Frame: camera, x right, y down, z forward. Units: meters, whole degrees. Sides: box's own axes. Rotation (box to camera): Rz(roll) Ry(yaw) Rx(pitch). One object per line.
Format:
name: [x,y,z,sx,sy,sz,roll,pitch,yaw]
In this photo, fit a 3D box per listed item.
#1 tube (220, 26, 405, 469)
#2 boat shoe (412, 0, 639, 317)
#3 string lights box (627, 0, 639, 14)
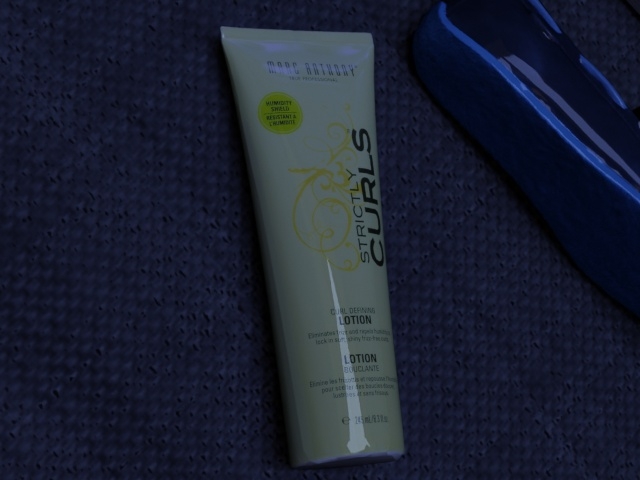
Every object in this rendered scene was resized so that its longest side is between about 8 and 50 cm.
tube: [0.000,0.000,0.902,0.070,0.062,0.240,22,59,-65]
boat shoe: [0.169,-0.053,0.969,0.258,0.109,0.089,50,60,-13]
string lights box: [0.269,-0.253,1.071,0.133,0.077,0.259,44,65,-12]
